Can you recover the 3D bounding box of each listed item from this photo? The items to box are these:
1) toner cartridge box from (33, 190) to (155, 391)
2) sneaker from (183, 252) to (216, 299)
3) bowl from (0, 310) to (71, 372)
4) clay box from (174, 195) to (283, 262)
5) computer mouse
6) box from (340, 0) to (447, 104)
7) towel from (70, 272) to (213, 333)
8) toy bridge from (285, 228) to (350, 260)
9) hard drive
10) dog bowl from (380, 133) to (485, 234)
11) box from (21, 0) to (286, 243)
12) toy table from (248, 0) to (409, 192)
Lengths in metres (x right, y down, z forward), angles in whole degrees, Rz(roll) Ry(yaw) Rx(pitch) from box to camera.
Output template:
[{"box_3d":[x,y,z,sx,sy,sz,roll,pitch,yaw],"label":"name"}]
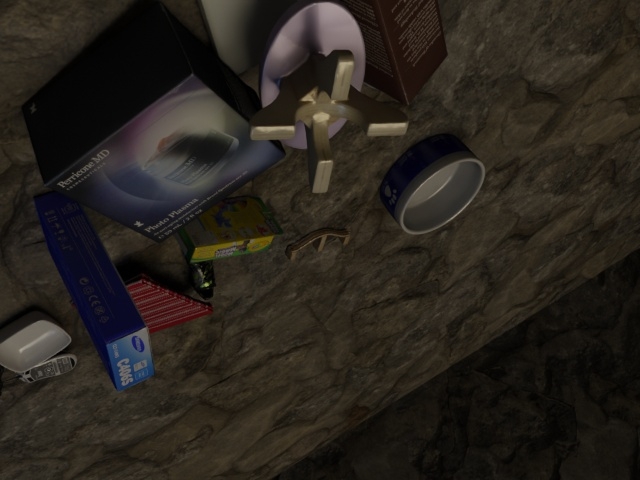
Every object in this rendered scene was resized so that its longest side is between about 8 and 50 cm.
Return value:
[{"box_3d":[-0.403,0.080,1.354,0.075,0.348,0.165,-23,148,-22],"label":"toner cartridge box"},{"box_3d":[-0.266,0.070,1.742,0.067,0.078,0.188,-24,148,-20],"label":"sneaker"},{"box_3d":[-0.617,0.207,1.610,0.142,0.053,0.142,-32,149,-5],"label":"bowl"},{"box_3d":[-0.200,-0.027,1.625,0.222,0.127,0.053,-8,141,-37],"label":"clay box"},{"box_3d":[-0.645,0.285,1.705,0.192,0.042,0.106,-15,140,-22],"label":"computer mouse"},{"box_3d":[0.083,-0.409,1.268,0.143,0.191,0.381,-50,155,-10],"label":"box"},{"box_3d":[-0.393,0.147,1.715,0.198,0.031,0.275,-20,153,20],"label":"towel"},{"box_3d":[0.000,0.000,1.962,0.188,0.026,0.063,-17,144,-29],"label":"toy bridge"},{"box_3d":[-0.107,-0.426,1.251,0.203,0.040,0.308,-30,150,-10],"label":"hard drive"},{"box_3d":[0.290,-0.143,1.974,0.264,0.104,0.265,-25,148,-17],"label":"dog bowl"},{"box_3d":[-0.269,-0.177,1.265,0.296,0.183,0.294,-34,149,13],"label":"box"},{"box_3d":[-0.001,-0.224,1.208,0.252,0.161,0.274,-12,137,-8],"label":"toy table"}]
